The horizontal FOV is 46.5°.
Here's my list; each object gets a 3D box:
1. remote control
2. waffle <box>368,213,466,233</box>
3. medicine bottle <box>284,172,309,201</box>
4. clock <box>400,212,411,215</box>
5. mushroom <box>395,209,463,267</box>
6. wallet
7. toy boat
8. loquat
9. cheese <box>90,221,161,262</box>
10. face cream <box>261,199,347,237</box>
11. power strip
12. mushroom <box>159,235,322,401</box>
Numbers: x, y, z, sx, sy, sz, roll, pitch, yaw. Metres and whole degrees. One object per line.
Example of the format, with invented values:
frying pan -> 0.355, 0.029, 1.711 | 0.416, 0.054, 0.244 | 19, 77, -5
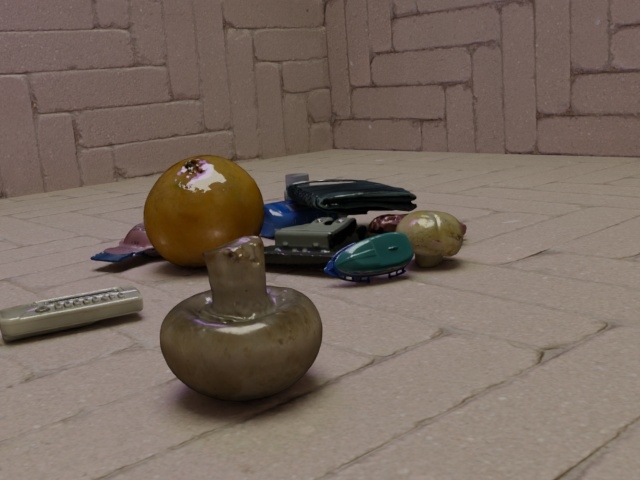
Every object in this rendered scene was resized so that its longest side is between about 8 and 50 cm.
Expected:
remote control -> -0.419, 0.122, 1.258 | 0.230, 0.049, 0.090 | -10, 13, -25
waffle -> 0.217, -0.032, 1.689 | 0.221, 0.056, 0.234 | 5, 6, 24
medicine bottle -> -0.062, -0.120, 2.082 | 0.080, 0.131, 0.080 | -5, 12, 1
clock -> 0.237, -0.056, 1.952 | 0.085, 0.017, 0.085 | -4, 12, 1
mushroom -> 0.218, -0.006, 1.494 | 0.147, 0.112, 0.148 | -2, 10, 0
wallet -> 0.062, -0.101, 1.787 | 0.237, 0.075, 0.342 | -2, 10, -16
toy boat -> 0.084, 0.045, 1.425 | 0.174, 0.091, 0.110 | -12, -20, -21
loquat -> -0.252, -0.056, 1.622 | 0.262, 0.263, 0.263 | -4, 12, 1
cheese -> -0.410, 0.005, 1.756 | 0.188, 0.074, 0.286 | 2, 17, 29
face cream -> -0.039, -0.071, 1.950 | 0.263, 0.083, 0.149 | -12, 22, -33
power strip -> -0.001, -0.001, 1.596 | 0.256, 0.092, 0.251 | 2, 15, 33
mushroom -> -0.099, 0.093, 0.930 | 0.204, 0.204, 0.204 | -4, 12, 1
